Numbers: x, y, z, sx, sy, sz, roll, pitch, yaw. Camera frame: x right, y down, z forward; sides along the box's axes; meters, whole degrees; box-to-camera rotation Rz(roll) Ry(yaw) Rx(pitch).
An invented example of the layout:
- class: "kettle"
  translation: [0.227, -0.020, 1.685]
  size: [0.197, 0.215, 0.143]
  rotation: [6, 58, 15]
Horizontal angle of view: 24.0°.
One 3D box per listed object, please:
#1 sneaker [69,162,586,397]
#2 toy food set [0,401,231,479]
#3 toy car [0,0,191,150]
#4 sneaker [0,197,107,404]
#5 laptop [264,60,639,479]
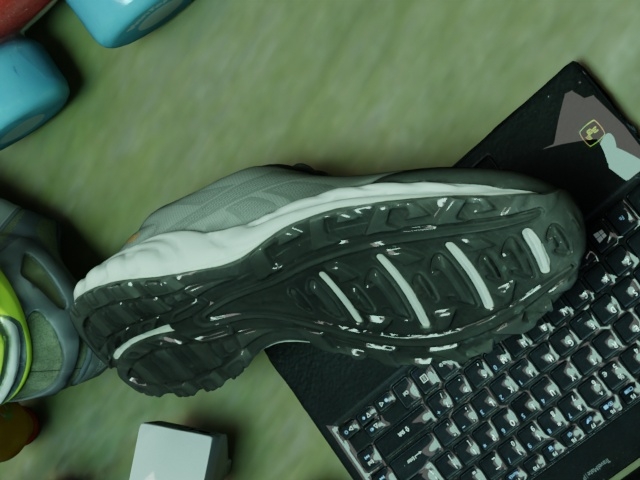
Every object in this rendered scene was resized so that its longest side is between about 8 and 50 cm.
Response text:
- class: "sneaker"
  translation: [0.000, 0.000, 0.722]
  size: [0.271, 0.108, 0.100]
  rotation: [-9, 129, 34]
- class: "toy food set"
  translation: [-0.099, 0.152, 0.832]
  size: [0.232, 0.104, 0.111]
  rotation: [9, 87, 10]
- class: "toy car"
  translation: [-0.215, -0.161, 0.734]
  size: [0.210, 0.238, 0.219]
  rotation: [-35, 89, 25]
- class: "sneaker"
  translation: [-0.221, 0.005, 0.860]
  size: [0.300, 0.121, 0.111]
  rotation: [44, 117, 38]
- class: "laptop"
  translation: [0.089, 0.094, 0.677]
  size: [0.234, 0.136, 0.264]
  rotation: [-42, 76, 26]
